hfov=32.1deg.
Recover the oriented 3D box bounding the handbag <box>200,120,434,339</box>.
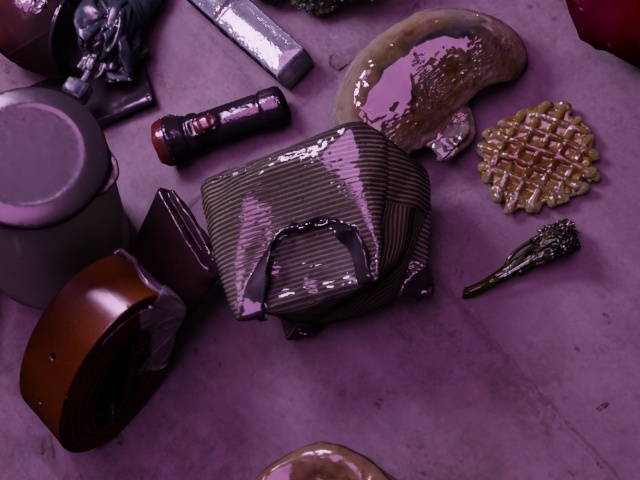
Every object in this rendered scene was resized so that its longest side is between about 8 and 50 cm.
[{"bbox_3d":[0.000,0.000,1.663,0.340,0.247,0.240,-19,65,23],"label":"handbag"}]

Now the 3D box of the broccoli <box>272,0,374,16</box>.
[{"bbox_3d":[0.057,-0.590,1.878,0.353,0.275,0.397,22,64,12],"label":"broccoli"}]

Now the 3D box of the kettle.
[{"bbox_3d":[-0.480,-0.074,1.712,0.361,0.377,0.250,15,70,-3],"label":"kettle"}]

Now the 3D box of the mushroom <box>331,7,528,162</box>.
[{"bbox_3d":[0.163,-0.244,1.757,0.344,0.130,0.248,-31,62,6],"label":"mushroom"}]

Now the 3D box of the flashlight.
[{"bbox_3d":[-0.166,-0.196,1.868,0.231,0.093,0.093,-17,69,11],"label":"flashlight"}]

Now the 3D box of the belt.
[{"bbox_3d":[-0.331,0.175,1.695,0.122,0.217,0.339,42,128,24],"label":"belt"}]

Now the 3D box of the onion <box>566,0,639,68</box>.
[{"bbox_3d":[0.517,-0.466,1.563,0.398,0.420,0.399,-8,60,14],"label":"onion"}]

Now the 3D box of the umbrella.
[{"bbox_3d":[-0.351,-0.392,1.957,0.143,0.094,0.349,27,70,3],"label":"umbrella"}]

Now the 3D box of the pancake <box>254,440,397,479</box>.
[{"bbox_3d":[0.011,0.437,1.628,0.294,0.049,0.295,-5,71,14],"label":"pancake"}]

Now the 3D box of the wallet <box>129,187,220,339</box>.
[{"bbox_3d":[-0.246,0.051,1.771,0.182,0.049,0.229,57,135,24],"label":"wallet"}]

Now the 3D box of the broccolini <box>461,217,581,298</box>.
[{"bbox_3d":[0.293,0.026,1.665,0.201,0.074,0.058,-24,84,11],"label":"broccolini"}]

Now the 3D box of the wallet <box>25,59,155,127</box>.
[{"bbox_3d":[-0.438,-0.251,2.001,0.285,0.030,0.146,-22,69,9],"label":"wallet"}]

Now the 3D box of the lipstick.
[{"bbox_3d":[-0.132,-0.375,1.919,0.076,0.077,0.289,-47,67,-1],"label":"lipstick"}]

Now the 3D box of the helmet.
[{"bbox_3d":[-0.505,-0.404,1.987,0.216,0.193,0.189,-3,60,59],"label":"helmet"}]

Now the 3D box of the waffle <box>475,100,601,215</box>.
[{"bbox_3d":[0.335,-0.126,1.715,0.183,0.036,0.169,-24,69,10],"label":"waffle"}]
